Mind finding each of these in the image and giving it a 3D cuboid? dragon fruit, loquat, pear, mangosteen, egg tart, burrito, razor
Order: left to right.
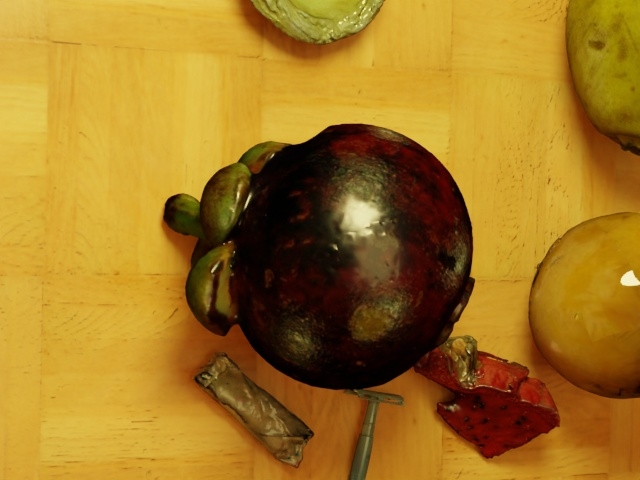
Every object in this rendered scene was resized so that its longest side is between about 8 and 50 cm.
[{"bbox_3d":[-0.073,0.191,1.670,0.171,0.042,0.051,42,70,-17],"label":"burrito"},{"bbox_3d":[-0.011,-0.314,1.669,0.197,0.078,0.197,-4,99,-26],"label":"egg tart"},{"bbox_3d":[0.014,0.013,1.585,0.311,0.311,0.311,0,91,-26],"label":"mangosteen"},{"bbox_3d":[0.050,0.243,1.738,0.068,0.040,0.135,12,92,-25],"label":"razor"},{"bbox_3d":[0.188,0.173,1.796,0.192,0.122,0.092,30,39,-20],"label":"dragon fruit"},{"bbox_3d":[0.364,0.078,1.778,0.235,0.235,0.235,0,91,-26],"label":"loquat"},{"bbox_3d":[0.428,-0.249,1.796,0.269,0.269,0.321,37,70,-22],"label":"pear"}]
